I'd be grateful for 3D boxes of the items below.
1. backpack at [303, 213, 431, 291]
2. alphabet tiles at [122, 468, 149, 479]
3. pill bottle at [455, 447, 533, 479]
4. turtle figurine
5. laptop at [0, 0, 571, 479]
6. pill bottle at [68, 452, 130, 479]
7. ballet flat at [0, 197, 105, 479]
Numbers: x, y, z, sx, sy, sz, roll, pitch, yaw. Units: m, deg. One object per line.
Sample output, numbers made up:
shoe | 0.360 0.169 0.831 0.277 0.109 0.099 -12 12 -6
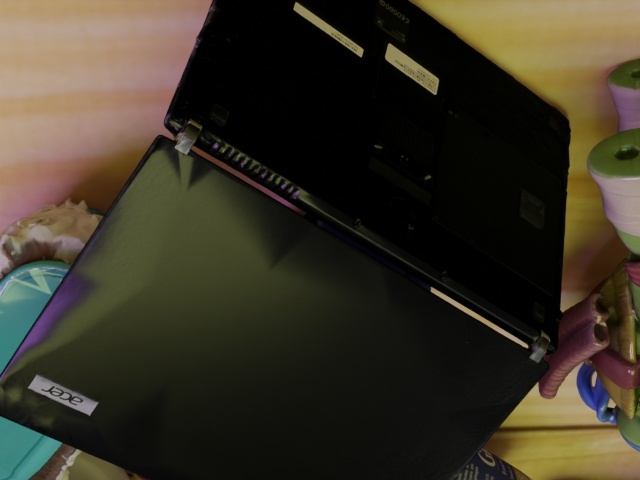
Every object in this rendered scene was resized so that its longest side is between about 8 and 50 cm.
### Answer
backpack | 0.002 0.043 0.567 0.101 0.120 0.098 23 80 -20
alphabet tiles | -0.031 0.168 0.653 0.237 0.009 0.198 29 130 6
pill bottle | 0.073 0.179 0.684 0.169 0.094 0.094 33 118 -15
turtle figurine | 0.256 0.033 0.537 0.198 0.275 0.266 -35 123 -21
laptop | 0.000 0.000 0.491 0.234 0.264 0.136 30 142 -23
pill bottle | -0.226 0.244 0.709 0.108 0.108 0.180 26 120 -20
ballet flat | -0.233 0.143 0.591 0.147 0.147 0.409 33 104 -24
